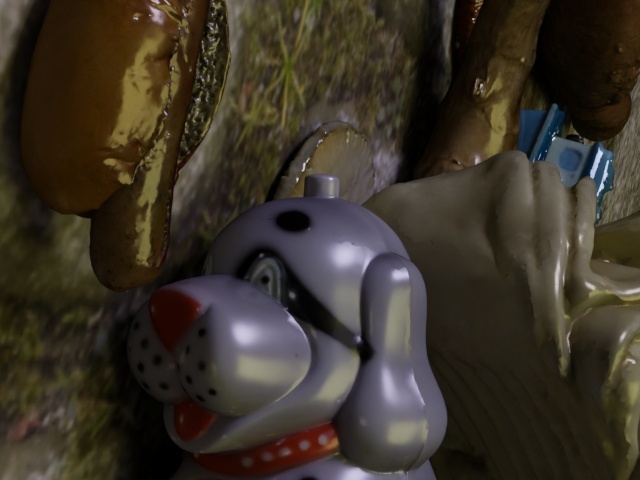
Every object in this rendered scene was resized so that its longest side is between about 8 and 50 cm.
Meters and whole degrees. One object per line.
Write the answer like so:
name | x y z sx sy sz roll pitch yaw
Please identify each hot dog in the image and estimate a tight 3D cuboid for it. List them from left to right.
hot dog | -0.076 -0.053 0.530 0.090 0.060 0.140 32 78 -63

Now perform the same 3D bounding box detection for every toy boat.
toy boat | 0.178 0.006 1.121 0.109 0.098 0.238 76 33 -66

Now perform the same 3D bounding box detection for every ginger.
ginger | 0.111 -0.061 0.946 0.148 0.081 0.334 -39 143 -54

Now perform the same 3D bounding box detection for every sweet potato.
sweet potato | 0.249 -0.168 1.201 0.385 0.109 0.109 69 41 -66

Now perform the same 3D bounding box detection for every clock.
clock | -0.010 0.094 0.673 0.189 0.188 0.254 -11 102 -66

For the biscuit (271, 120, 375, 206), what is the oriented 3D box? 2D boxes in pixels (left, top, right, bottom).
biscuit | 0.000 0.000 0.805 0.152 0.020 0.152 -48 146 -49

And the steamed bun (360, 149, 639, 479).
steamed bun | 0.158 0.078 0.826 0.203 0.289 0.276 -40 152 -33

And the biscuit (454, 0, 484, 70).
biscuit | 0.135 -0.187 1.002 0.126 0.025 0.206 -24 126 -63

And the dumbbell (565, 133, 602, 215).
dumbbell | 0.215 0.021 1.246 0.110 0.110 0.255 45 57 -66
